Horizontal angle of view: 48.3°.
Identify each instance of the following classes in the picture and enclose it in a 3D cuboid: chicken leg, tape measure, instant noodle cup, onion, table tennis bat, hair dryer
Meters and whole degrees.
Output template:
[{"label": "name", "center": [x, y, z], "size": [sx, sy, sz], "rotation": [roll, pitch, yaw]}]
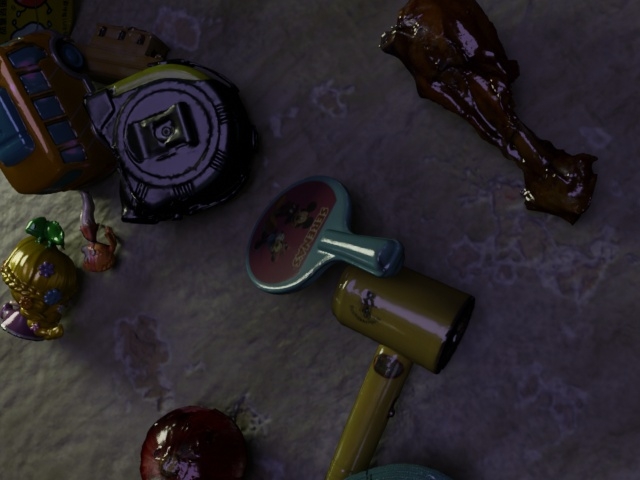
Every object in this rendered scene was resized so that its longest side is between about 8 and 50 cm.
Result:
[{"label": "chicken leg", "center": [0.186, -0.144, 0.773], "size": [0.113, 0.093, 0.304], "rotation": [-40, 80, 30]}, {"label": "tape measure", "center": [-0.178, -0.129, 0.871], "size": [0.186, 0.112, 0.199], "rotation": [-22, 88, 7]}, {"label": "instant noodle cup", "center": [-0.458, -0.333, 0.983], "size": [0.144, 0.182, 0.182], "rotation": [31, 95, 30]}, {"label": "onion", "center": [-0.144, 0.255, 0.822], "size": [0.131, 0.131, 0.131], "rotation": [-2, 83, 20]}, {"label": "table tennis bat", "center": [0.000, 0.000, 0.789], "size": [0.244, 0.040, 0.153], "rotation": [16, 74, 51]}, {"label": "hair dryer", "center": [0.053, 0.162, 0.785], "size": [0.135, 0.090, 0.278], "rotation": [24, 98, 20]}]

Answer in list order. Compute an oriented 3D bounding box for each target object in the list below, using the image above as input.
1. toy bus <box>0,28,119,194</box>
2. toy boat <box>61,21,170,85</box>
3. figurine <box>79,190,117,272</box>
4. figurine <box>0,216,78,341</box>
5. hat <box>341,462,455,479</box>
[{"label": "toy bus", "center": [-0.362, -0.159, 0.912], "size": [0.126, 0.136, 0.209], "rotation": [-22, 98, 28]}, {"label": "toy boat", "center": [-0.276, -0.251, 0.962], "size": [0.201, 0.057, 0.077], "rotation": [16, 84, 22]}, {"label": "figurine", "center": [-0.297, -0.012, 0.941], "size": [0.047, 0.064, 0.109], "rotation": [-11, 89, -3]}, {"label": "figurine", "center": [-0.357, 0.055, 0.932], "size": [0.115, 0.095, 0.156], "rotation": [24, 96, 32]}, {"label": "hat", "center": [0.069, 0.288, 0.751], "size": [0.191, 0.078, 0.138], "rotation": [-25, 117, 7]}]
